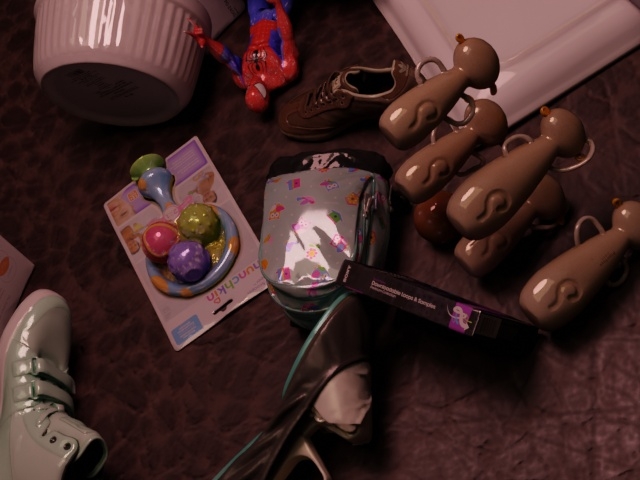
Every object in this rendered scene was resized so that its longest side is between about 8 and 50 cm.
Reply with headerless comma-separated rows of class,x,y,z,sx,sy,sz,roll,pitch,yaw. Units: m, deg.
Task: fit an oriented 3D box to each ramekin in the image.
ramekin,-0.233,-0.214,1.733,0.207,0.207,0.109,-4,67,26

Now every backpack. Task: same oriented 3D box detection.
backpack,0.000,0.000,1.518,0.152,0.115,0.182,-7,60,22

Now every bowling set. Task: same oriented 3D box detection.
bowling set,0.164,-0.066,1.438,0.154,0.287,0.200,-41,16,-9

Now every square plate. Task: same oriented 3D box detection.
square plate,0.232,-0.307,1.636,0.347,0.049,0.344,-32,50,6

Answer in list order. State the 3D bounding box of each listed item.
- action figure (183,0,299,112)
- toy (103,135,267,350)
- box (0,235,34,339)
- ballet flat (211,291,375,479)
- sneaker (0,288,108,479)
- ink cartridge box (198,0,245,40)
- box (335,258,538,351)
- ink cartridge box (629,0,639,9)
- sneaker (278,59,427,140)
action figure,-0.075,-0.282,1.734,0.091,0.139,0.280,-10,58,24
toy,-0.156,-0.010,1.648,0.137,0.056,0.237,-36,50,5
box,-0.421,0.040,1.684,0.091,0.170,0.130,5,62,29
ballet flat,-0.009,0.186,1.425,0.096,0.095,0.280,33,89,29
sneaker,-0.264,0.173,1.560,0.151,0.094,0.256,-4,68,34
ink cartridge box,-0.176,-0.320,1.825,0.063,0.109,0.150,-48,50,-8
box,0.109,0.060,1.416,0.162,0.116,0.029,19,92,36
ink cartridge box,0.349,-0.271,1.498,0.097,0.046,0.207,-43,74,-2
sneaker,0.026,-0.161,1.631,0.188,0.071,0.066,-11,54,28
